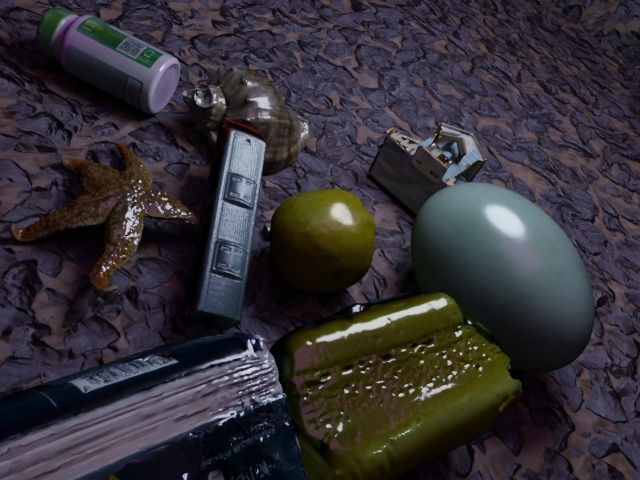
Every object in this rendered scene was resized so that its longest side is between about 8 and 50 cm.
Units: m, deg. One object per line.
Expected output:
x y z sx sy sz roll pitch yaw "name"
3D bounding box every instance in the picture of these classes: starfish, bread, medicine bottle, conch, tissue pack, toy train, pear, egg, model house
-0.346 -0.056 1.041 0.327 0.094 0.375 13 44 -10 "starfish"
0.088 0.227 0.908 0.376 0.208 0.251 -13 66 -30 "bread"
-0.443 -0.379 1.236 0.274 0.133 0.133 27 48 -1 "medicine bottle"
-0.144 -0.266 1.249 0.291 0.159 0.210 3 51 -22 "conch"
-0.253 0.269 0.625 0.416 0.264 0.253 -12 86 -41 "tissue pack"
-0.159 -0.050 1.050 0.086 0.089 0.410 20 61 -27 "toy train"
0.000 0.000 1.073 0.200 0.200 0.200 11 49 -14 "pear"
0.328 0.064 1.093 0.276 0.276 0.389 -24 66 -35 "egg"
0.271 -0.167 1.335 0.271 0.178 0.206 42 48 18 "model house"

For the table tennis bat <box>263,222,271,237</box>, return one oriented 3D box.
-0.003 -0.036 1.217 0.246 0.022 0.138 -9 56 -31 "table tennis bat"
